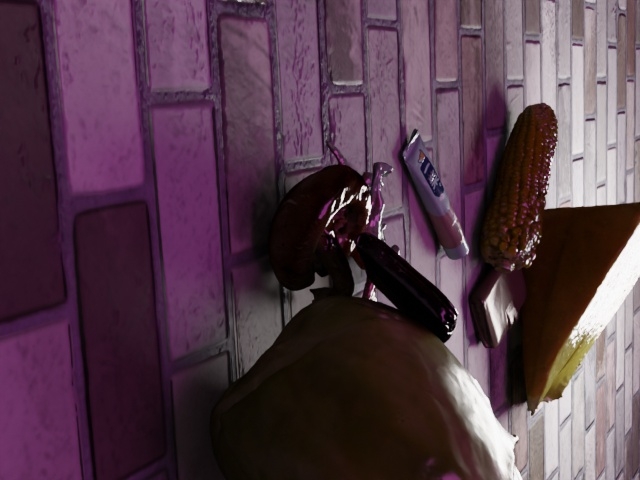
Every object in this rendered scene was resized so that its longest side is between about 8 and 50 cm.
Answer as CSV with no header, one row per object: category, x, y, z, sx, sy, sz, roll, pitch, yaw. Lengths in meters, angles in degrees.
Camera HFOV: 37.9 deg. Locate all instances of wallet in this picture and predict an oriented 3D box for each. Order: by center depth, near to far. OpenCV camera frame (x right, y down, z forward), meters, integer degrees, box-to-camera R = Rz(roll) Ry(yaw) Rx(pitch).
wallet,0.089,0.051,0.932,0.031,0.122,0.232,-46,169,-5
wallet,0.286,0.091,1.497,0.153,0.038,0.118,-49,128,-44

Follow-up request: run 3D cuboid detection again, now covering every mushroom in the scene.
mushroom,-0.001,0.000,0.955,0.135,0.080,0.171,-32,134,-37

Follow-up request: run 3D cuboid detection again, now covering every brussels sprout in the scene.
brussels sprout,0.046,0.198,0.859,0.328,0.247,0.328,58,5,-8

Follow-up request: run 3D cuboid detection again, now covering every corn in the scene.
corn,0.322,-0.083,1.494,0.097,0.097,0.320,54,47,-47

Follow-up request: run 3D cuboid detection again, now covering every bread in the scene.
bread,0.475,0.126,1.636,0.233,0.244,0.362,10,80,-61

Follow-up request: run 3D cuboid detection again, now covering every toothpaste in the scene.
toothpaste,0.155,-0.056,1.266,0.205,0.036,0.056,61,42,-36

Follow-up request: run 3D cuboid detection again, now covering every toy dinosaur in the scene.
toy dinosaur,0.045,-0.015,1.052,0.242,0.053,0.167,51,53,-59
